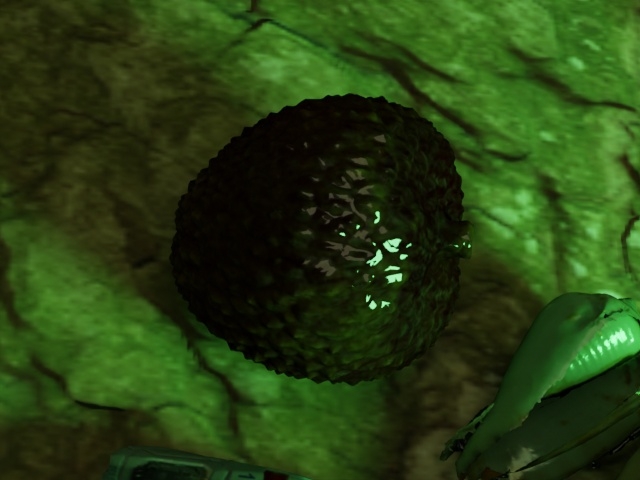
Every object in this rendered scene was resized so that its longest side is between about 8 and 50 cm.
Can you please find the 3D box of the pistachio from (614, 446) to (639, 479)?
[{"bbox_3d":[0.229,0.241,0.894,0.182,0.162,0.293,13,64,7],"label":"pistachio"}]

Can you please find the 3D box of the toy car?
[{"bbox_3d":[-0.034,0.170,0.899,0.205,0.056,0.095,12,24,-7],"label":"toy car"}]

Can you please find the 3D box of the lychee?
[{"bbox_3d":[0.006,0.000,0.941,0.194,0.194,0.194,5,66,-11],"label":"lychee"}]

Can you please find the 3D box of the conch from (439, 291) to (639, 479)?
[{"bbox_3d":[0.161,0.109,0.989,0.106,0.079,0.170,40,80,12],"label":"conch"}]
